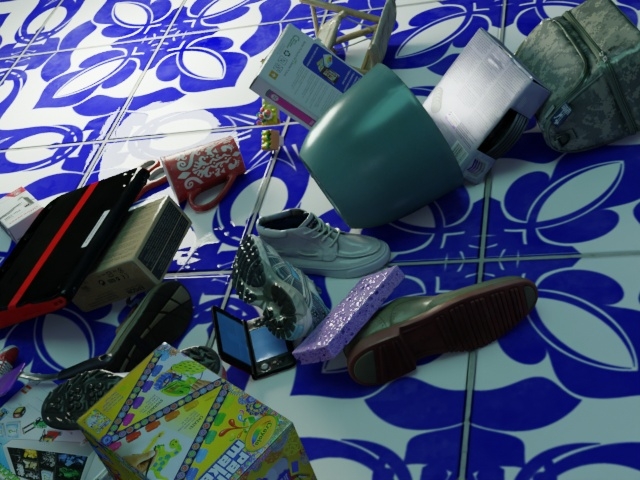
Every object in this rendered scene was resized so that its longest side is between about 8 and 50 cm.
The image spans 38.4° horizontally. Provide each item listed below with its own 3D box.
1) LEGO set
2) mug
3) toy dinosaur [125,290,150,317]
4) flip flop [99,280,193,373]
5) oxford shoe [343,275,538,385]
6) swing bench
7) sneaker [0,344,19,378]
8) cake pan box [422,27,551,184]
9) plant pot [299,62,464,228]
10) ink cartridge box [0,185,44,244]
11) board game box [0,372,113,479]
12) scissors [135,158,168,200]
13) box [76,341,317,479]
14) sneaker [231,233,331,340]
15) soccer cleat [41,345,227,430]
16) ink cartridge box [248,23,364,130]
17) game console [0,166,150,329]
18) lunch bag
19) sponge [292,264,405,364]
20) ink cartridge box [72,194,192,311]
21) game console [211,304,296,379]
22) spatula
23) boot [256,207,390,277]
[{"bbox_3d":[-0.096,-0.349,2.099,0.132,0.107,0.287,34,97,17],"label":"LEGO set"},{"bbox_3d":[-0.257,-0.149,2.084,0.169,0.150,0.113,-23,4,-11],"label":"mug"},{"bbox_3d":[-0.349,0.122,1.861,0.082,0.047,0.090,2,86,-1],"label":"toy dinosaur"},{"bbox_3d":[-0.344,0.183,1.738,0.080,0.112,0.277,4,49,43],"label":"flip flop"},{"bbox_3d":[0.196,0.123,1.575,0.348,0.123,0.130,-19,35,-2],"label":"oxford shoe"},{"bbox_3d":[0.051,-0.473,2.264,0.254,0.165,0.253,3,44,17],"label":"swing bench"},{"bbox_3d":[-0.622,0.260,1.792,0.067,0.042,0.118,19,61,41],"label":"sneaker"},{"bbox_3d":[0.330,-0.281,1.910,0.246,0.070,0.267,-55,34,21],"label":"cake pan box"},{"bbox_3d":[0.101,-0.163,1.814,0.235,0.293,0.293,-35,42,0],"label":"plant pot"},{"bbox_3d":[-0.709,-0.060,2.170,0.099,0.056,0.135,-37,43,-21],"label":"ink cartridge box"},{"bbox_3d":[-0.471,0.366,1.609,0.305,0.053,0.193,21,54,37],"label":"board game box"},{"bbox_3d":[-0.457,-0.091,2.141,0.109,0.021,0.297,18,54,32],"label":"scissors"},{"bbox_3d":[-0.155,0.348,1.327,0.279,0.290,0.177,24,56,38],"label":"box"},{"bbox_3d":[-0.072,0.092,1.724,0.122,0.110,0.283,8,30,-37],"label":"sneaker"},{"bbox_3d":[-0.316,0.274,1.586,0.318,0.116,0.109,-16,52,-4],"label":"soccer cleat"},{"bbox_3d":[0.040,-0.300,2.002,0.371,0.069,0.176,32,57,-9],"label":"ink cartridge box"},{"bbox_3d":[-0.544,0.019,1.935,0.342,0.060,0.386,-13,39,36],"label":"game console"},{"bbox_3d":[0.542,-0.333,1.894,0.256,0.212,0.305,-29,38,14],"label":"lunch bag"},{"bbox_3d":[0.050,0.129,1.586,0.210,0.031,0.117,-45,11,-30],"label":"sponge"},{"bbox_3d":[-0.397,0.028,1.877,0.234,0.088,0.193,-18,34,35],"label":"ink cartridge box"},{"bbox_3d":[-0.121,0.171,1.668,0.124,0.085,0.144,-19,41,1],"label":"game console"},{"bbox_3d":[-0.497,0.245,1.676,0.296,0.030,0.084,-14,31,19],"label":"spatula"},{"bbox_3d":[0.000,0.000,1.781,0.258,0.123,0.095,-4,43,17],"label":"boot"}]
